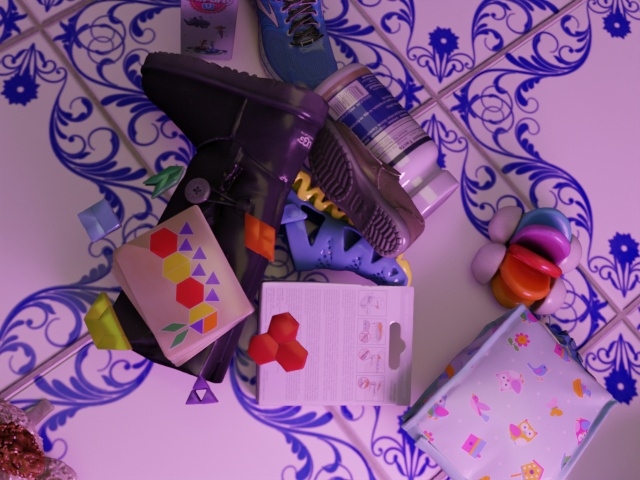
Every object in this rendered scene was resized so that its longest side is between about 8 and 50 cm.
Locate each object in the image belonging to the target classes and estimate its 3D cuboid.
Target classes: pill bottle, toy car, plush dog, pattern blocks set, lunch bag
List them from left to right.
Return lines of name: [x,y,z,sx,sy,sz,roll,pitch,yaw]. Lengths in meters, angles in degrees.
plush dog: [-0.463,0.267,1.010,0.262,0.225,0.210,-4,73,-10]
pattern blocks set: [-0.185,0.062,1.052,0.285,0.026,0.325,-21,82,2]
pill bottle: [0.096,-0.148,1.270,0.153,0.153,0.265,-37,81,-18]
lunch bag: [0.275,0.267,1.163,0.223,0.160,0.262,46,66,6]
toy car: [0.349,0.022,1.262,0.159,0.136,0.182,28,70,1]

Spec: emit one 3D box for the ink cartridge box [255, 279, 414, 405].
ink cartridge box: [0.019,0.157,1.179,0.232,0.066,0.189,2,91,-10]

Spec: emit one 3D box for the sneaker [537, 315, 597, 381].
sneaker: [0.398,0.183,1.255,0.144,0.053,0.059,42,92,4]

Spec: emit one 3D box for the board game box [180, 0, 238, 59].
board game box: [-0.174,-0.468,1.250,0.097,0.303,0.224,3,72,-8]

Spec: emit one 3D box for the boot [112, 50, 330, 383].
boot: [-0.216,-0.047,1.192,0.367,0.146,0.445,19,88,36]

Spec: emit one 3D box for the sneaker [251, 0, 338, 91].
sneaker: [-0.056,-0.398,1.330,0.130,0.147,0.330,-19,77,-14]

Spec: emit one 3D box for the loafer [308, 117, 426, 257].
loafer: [0.069,-0.083,1.171,0.087,0.094,0.251,-16,65,-41]

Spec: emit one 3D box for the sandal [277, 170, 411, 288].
sandal: [0.000,0.000,1.232,0.317,0.126,0.138,35,74,12]
